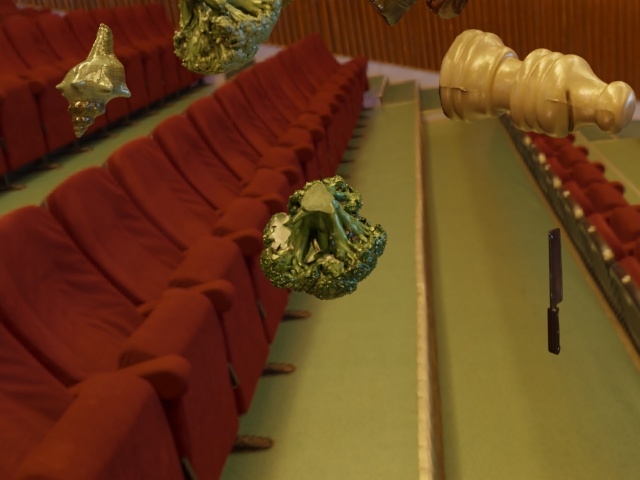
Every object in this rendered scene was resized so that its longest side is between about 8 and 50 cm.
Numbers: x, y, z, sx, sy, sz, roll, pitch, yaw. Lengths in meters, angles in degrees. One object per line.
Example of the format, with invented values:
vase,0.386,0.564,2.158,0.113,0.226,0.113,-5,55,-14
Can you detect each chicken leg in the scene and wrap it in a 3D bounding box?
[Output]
chicken leg,0.380,-0.726,2.048,0.113,0.093,0.304,-1,-25,-11

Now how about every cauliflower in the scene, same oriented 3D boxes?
cauliflower,-0.228,-0.486,1.553,0.275,0.250,0.272,10,62,38

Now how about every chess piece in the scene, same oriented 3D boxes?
chess piece,0.328,-0.229,1.111,0.307,0.124,0.138,25,72,47

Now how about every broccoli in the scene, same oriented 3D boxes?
broccoli,0.007,0.003,2.102,0.413,0.321,0.310,-49,2,-34

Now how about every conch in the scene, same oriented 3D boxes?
conch,-0.485,-0.336,1.603,0.137,0.233,0.114,33,8,-12

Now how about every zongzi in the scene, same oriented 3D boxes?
zongzi,0.149,-0.507,1.329,0.189,0.178,0.081,-39,-35,22

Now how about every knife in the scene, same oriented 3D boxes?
knife,0.461,0.098,1.439,0.019,0.245,0.072,2,7,38

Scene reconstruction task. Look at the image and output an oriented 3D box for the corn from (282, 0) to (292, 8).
corn,-0.071,-0.720,2.073,0.203,0.072,0.072,-35,12,17
